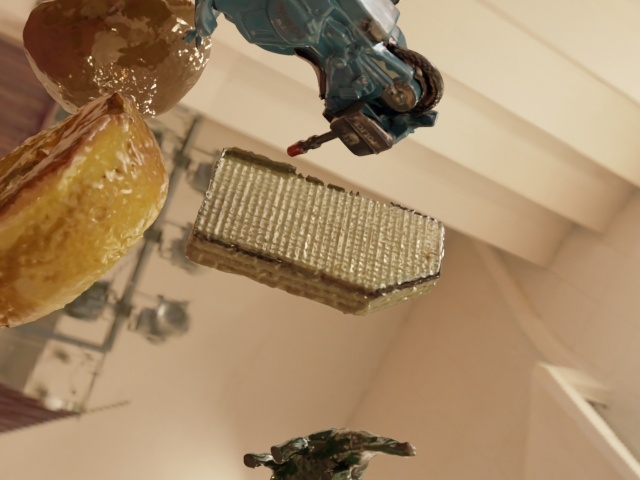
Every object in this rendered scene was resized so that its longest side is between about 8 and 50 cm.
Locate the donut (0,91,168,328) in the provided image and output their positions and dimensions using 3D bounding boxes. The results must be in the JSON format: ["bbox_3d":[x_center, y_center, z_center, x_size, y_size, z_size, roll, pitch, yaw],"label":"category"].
[{"bbox_3d":[-0.169,-0.016,0.734,0.174,0.074,0.190,-46,-159,-19],"label":"donut"}]

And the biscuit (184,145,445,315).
[{"bbox_3d":[0.000,0.000,1.187,0.150,0.252,0.052,-79,-170,-48],"label":"biscuit"}]

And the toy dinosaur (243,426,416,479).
[{"bbox_3d":[-0.006,0.220,1.144,0.292,0.120,0.079,119,-49,-68],"label":"toy dinosaur"}]

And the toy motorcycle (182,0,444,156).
[{"bbox_3d":[-0.013,-0.185,1.076,0.182,0.272,0.123,-18,-143,43],"label":"toy motorcycle"}]

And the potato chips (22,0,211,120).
[{"bbox_3d":[-0.203,-0.179,1.218,0.208,0.195,0.062,111,-33,-49],"label":"potato chips"}]
